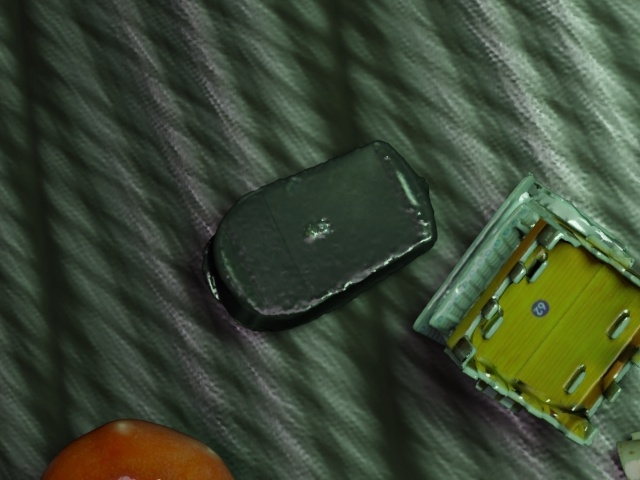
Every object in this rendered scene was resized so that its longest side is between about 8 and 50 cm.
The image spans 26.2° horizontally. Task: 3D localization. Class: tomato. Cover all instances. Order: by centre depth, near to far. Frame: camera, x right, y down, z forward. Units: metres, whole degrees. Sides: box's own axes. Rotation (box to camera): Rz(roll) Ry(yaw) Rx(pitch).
[{"bbox_3d":[-0.219,0.335,1.631,0.256,0.224,0.255,-4,108,-13],"label":"tomato"}]

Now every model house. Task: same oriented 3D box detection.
[{"bbox_3d":[0.244,0.072,1.509,0.198,0.215,0.224,32,98,-20],"label":"model house"}]

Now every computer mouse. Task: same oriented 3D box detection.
[{"bbox_3d":[0.000,0.002,1.673,0.295,0.087,0.168,-26,70,3],"label":"computer mouse"}]

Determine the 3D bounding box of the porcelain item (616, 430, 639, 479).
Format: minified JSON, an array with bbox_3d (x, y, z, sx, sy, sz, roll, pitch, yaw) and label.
[{"bbox_3d":[0.439,0.227,1.511,0.213,0.054,0.084,-20,81,16],"label":"porcelain item"}]
